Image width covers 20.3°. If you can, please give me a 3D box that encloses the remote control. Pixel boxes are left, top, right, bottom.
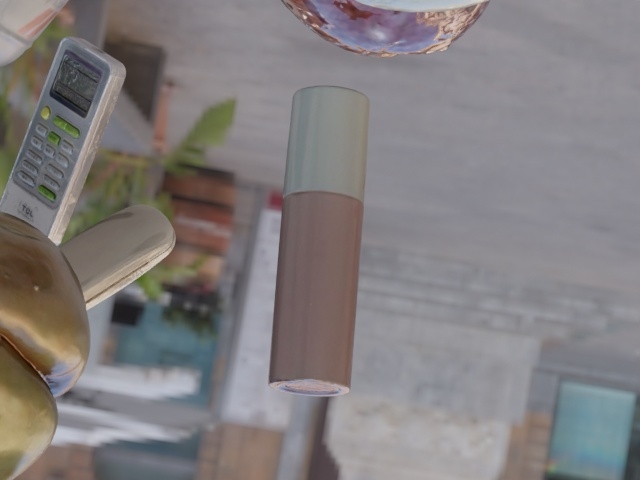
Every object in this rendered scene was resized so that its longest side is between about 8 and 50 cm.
[{"bbox_3d":[-0.319,-0.120,2.192,0.103,0.250,0.034,34,-163,33],"label":"remote control"}]

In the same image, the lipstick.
[{"bbox_3d":[0.000,0.000,1.504,0.070,0.255,0.070,4,165,1],"label":"lipstick"}]

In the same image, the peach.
[{"bbox_3d":[-0.358,0.104,1.738,0.247,0.292,0.292,22,-179,28],"label":"peach"}]

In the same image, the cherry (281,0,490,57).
[{"bbox_3d":[0.072,-0.372,1.884,0.335,0.326,0.291,50,164,-14],"label":"cherry"}]

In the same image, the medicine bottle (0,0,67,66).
[{"bbox_3d":[-0.272,-0.327,1.507,0.245,0.306,0.245,39,-176,-3],"label":"medicine bottle"}]

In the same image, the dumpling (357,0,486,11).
[{"bbox_3d":[0.108,-0.315,1.550,0.243,0.227,0.175,-30,-128,-30],"label":"dumpling"}]

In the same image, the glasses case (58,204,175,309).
[{"bbox_3d":[-0.262,0.027,2.091,0.081,0.204,0.051,44,154,32],"label":"glasses case"}]
